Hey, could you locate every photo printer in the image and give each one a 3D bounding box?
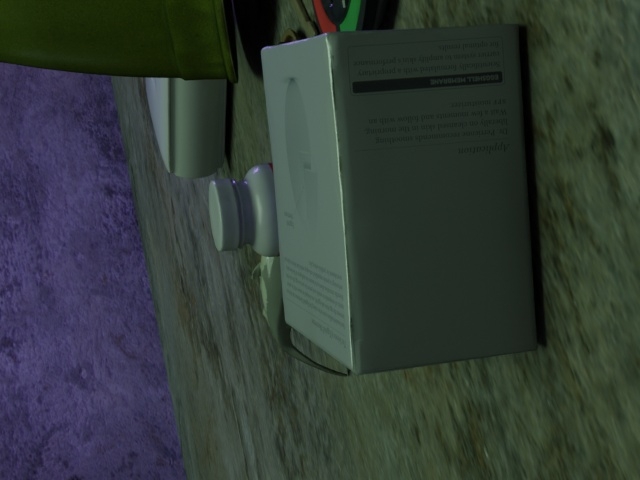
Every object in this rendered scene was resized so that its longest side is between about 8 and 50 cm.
[{"bbox_3d":[-0.209,-0.289,2.092,0.307,0.107,0.256,96,162,-44],"label":"photo printer"}]

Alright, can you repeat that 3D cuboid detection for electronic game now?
[{"bbox_3d":[0.017,-0.277,1.230,0.229,0.048,0.229,174,90,-77],"label":"electronic game"}]

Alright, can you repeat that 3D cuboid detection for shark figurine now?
[{"bbox_3d":[-0.008,0.027,1.397,0.166,0.116,0.278,-36,-46,-66],"label":"shark figurine"}]

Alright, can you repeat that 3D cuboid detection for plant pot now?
[{"bbox_3d":[-0.303,-0.367,1.765,0.366,0.353,0.366,173,90,-90],"label":"plant pot"}]

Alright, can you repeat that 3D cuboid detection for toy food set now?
[{"bbox_3d":[-0.038,-0.176,1.543,0.132,0.039,0.192,-112,20,-51],"label":"toy food set"}]

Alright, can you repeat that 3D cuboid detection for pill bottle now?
[{"bbox_3d":[-0.018,-0.031,1.250,0.087,0.160,0.087,173,90,-77],"label":"pill bottle"}]

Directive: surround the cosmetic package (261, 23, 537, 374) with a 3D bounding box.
[{"bbox_3d":[0.051,-0.037,0.991,0.224,0.138,0.224,-156,62,-75],"label":"cosmetic package"}]
